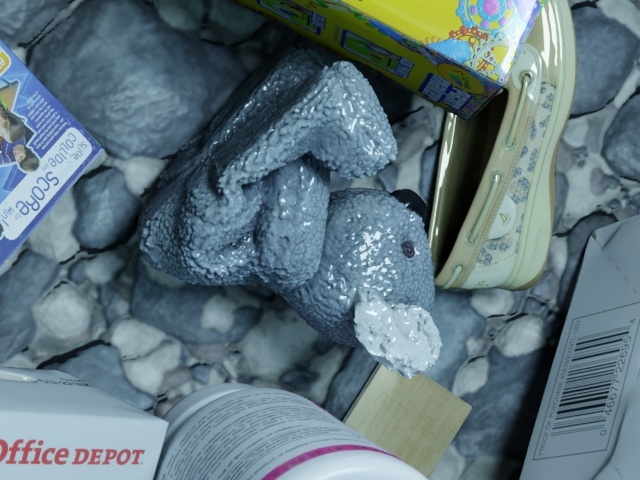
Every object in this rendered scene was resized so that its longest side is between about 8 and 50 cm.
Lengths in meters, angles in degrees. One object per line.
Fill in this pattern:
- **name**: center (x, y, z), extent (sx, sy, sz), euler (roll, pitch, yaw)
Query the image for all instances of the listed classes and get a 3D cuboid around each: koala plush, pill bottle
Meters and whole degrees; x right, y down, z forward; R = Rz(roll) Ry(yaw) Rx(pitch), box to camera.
- **koala plush**: center (0.000, 0.000, 1.010), extent (0.203, 0.196, 0.221), euler (-44, 110, 1)
- **pill bottle**: center (-0.028, 0.195, 0.960), extent (0.160, 0.283, 0.160), euler (-3, 98, -21)

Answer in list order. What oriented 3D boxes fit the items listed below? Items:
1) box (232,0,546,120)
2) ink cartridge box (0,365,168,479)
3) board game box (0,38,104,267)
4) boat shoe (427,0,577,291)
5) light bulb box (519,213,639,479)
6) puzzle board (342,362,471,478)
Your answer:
- **box**: center (0.058, -0.283, 0.948), extent (0.279, 0.177, 0.290), euler (28, 86, 0)
- **ink cartridge box**: center (-0.238, 0.230, 0.933), extent (0.197, 0.114, 0.272), euler (14, 91, -55)
- **board game box**: center (-0.257, -0.044, 0.931), extent (0.136, 0.035, 0.201), euler (49, 52, -18)
- **boat shoe**: center (0.139, -0.097, 1.085), extent (0.089, 0.104, 0.285), euler (-2, 98, -23)
- **light bulb box**: center (0.379, 0.198, 1.091), extent (0.361, 0.225, 0.357), euler (33, 62, -21)
- **puzzle board**: center (0.058, 0.170, 1.137), extent (0.096, 0.011, 0.128), euler (35, 84, -22)
